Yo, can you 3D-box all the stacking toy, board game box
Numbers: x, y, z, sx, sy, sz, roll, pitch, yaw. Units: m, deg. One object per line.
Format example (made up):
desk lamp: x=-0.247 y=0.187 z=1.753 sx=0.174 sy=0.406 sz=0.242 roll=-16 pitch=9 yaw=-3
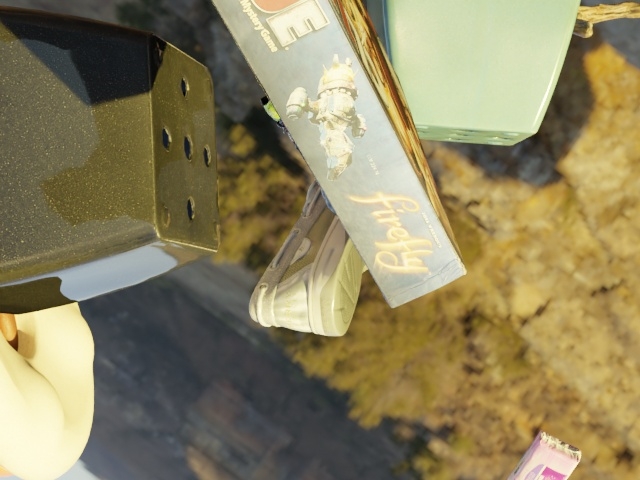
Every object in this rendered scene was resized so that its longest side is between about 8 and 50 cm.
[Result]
stacking toy: x=-0.493 y=0.125 z=1.292 sx=0.350 sy=0.479 sz=0.351 roll=-19 pitch=-90 yaw=-84
board game box: x=-0.008 y=-0.106 z=0.608 sx=0.165 sy=0.042 sz=0.243 roll=-103 pitch=-14 yaw=-47

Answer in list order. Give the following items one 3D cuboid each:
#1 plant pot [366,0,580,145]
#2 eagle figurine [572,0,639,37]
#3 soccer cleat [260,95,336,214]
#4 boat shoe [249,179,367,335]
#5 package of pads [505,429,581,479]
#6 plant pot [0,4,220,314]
plant pot: x=0.117 y=-0.197 z=1.035 sx=0.165 sy=0.234 sz=0.165 roll=3 pitch=179 yaw=-2
eagle figurine: x=0.189 y=-0.338 z=1.394 sx=0.298 sy=0.226 sz=0.225 roll=61 pitch=-176 yaw=-41
soccer cleat: x=-0.011 y=-0.104 z=1.177 sx=0.060 sy=0.072 sz=0.179 roll=-23 pitch=80 yaw=66
boat shoe: x=0.000 y=0.003 z=1.522 sx=0.103 sy=0.320 sz=0.118 roll=0 pitch=121 yaw=11
package of pads: x=0.235 y=0.245 z=1.407 sx=0.050 sy=0.083 sz=0.032 roll=28 pitch=-154 yaw=0
plant pot: x=-0.163 y=-0.052 z=0.864 sx=0.167 sy=0.187 sz=0.188 roll=-4 pitch=174 yaw=12
